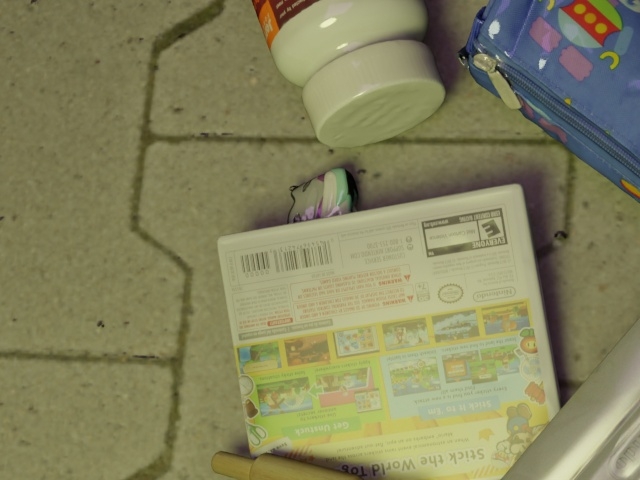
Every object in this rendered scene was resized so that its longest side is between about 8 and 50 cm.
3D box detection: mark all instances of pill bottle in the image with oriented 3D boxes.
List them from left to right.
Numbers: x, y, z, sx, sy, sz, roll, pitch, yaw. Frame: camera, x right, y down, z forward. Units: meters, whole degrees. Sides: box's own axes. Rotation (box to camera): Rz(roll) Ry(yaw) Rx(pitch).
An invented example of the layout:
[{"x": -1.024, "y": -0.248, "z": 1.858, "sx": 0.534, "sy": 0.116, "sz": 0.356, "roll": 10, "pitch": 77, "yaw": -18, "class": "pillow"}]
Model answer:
[{"x": 0.009, "y": -0.188, "z": 1.299, "sx": 0.121, "sy": 0.121, "sz": 0.221, "roll": -22, "pitch": 71, "yaw": 9, "class": "pill bottle"}]

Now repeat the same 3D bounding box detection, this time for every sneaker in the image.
[{"x": 0.000, "y": 0.000, "z": 1.301, "sx": 0.069, "sy": 0.038, "sz": 0.098, "roll": -18, "pitch": 68, "yaw": 16, "class": "sneaker"}]

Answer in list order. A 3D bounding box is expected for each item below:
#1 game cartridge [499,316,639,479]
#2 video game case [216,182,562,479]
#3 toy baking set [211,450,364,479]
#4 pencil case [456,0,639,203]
[{"x": 0.254, "y": 0.157, "z": 1.078, "sx": 0.230, "sy": 0.068, "sz": 0.355, "roll": 42, "pitch": 98, "yaw": 16, "class": "game cartridge"}, {"x": 0.050, "y": 0.079, "z": 1.247, "sx": 0.227, "sy": 0.026, "sz": 0.206, "roll": -10, "pitch": 87, "yaw": 12, "class": "video game case"}, {"x": -0.001, "y": 0.250, "z": 1.208, "sx": 0.256, "sy": 0.030, "sz": 0.197, "roll": 4, "pitch": 92, "yaw": 35, "class": "toy baking set"}, {"x": 0.230, "y": -0.085, "z": 1.210, "sx": 0.133, "sy": 0.119, "sz": 0.306, "roll": -36, "pitch": 66, "yaw": -27, "class": "pencil case"}]
